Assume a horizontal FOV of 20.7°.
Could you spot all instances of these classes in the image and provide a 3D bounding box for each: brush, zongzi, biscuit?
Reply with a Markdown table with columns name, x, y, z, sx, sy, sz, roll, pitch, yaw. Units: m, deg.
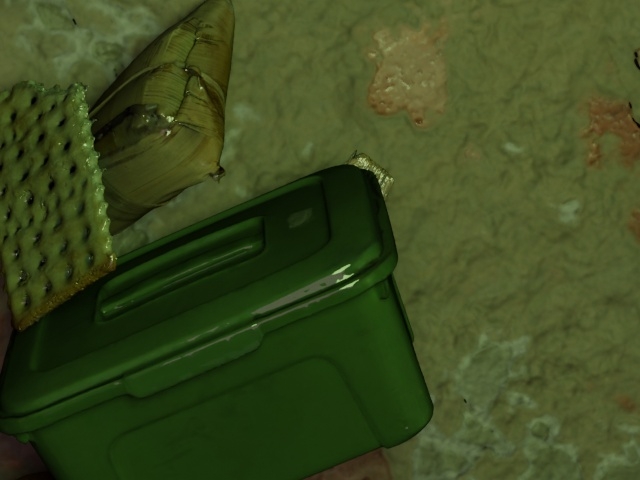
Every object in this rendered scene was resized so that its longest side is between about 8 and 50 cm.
| name | x | y | z | sx | sy | sz | roll | pitch | yaw |
| --- | --- | --- | --- | --- | --- | --- | --- | --- | --- |
| brush | 0.000 | 0.000 | 1.492 | 0.051 | 0.014 | 0.164 | 38 | 97 | -3 |
| zongzi | -0.144 | -0.104 | 1.439 | 0.194 | 0.197 | 0.099 | -29 | 126 | 35 |
| biscuit | -0.219 | -0.043 | 1.384 | 0.144 | 0.016 | 0.203 | -30 | 64 | 37 |

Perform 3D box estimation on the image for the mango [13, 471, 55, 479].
| name | x | y | z | sx | sy | sz | roll | pitch | yaw |
| --- | --- | --- | --- | --- | --- | --- | --- | --- | --- |
| mango | -0.205 | 0.295 | 1.480 | 0.145 | 0.112 | 0.219 | -36 | 103 | -2 |

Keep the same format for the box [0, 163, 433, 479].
| name | x | y | z | sx | sy | sz | roll | pitch | yaw |
| --- | --- | --- | --- | --- | --- | --- | --- | --- | --- |
| box | -0.073 | 0.094 | 1.385 | 0.328 | 0.253 | 0.178 | -24 | 109 | 7 |
